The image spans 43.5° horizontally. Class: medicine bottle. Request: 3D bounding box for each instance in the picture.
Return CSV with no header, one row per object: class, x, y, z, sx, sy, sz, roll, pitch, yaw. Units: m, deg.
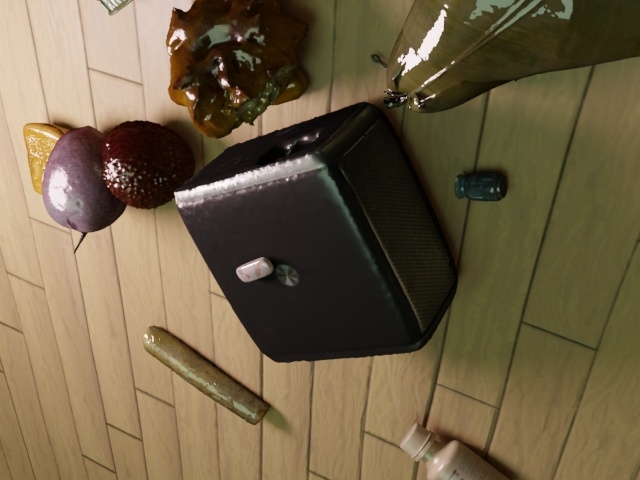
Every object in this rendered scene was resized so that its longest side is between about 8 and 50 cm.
medicine bottle,0.290,0.496,1.736,0.252,0.114,0.114,37,135,6

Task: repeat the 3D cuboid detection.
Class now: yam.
yam,-0.296,0.344,2.041,0.371,0.083,0.083,33,134,8

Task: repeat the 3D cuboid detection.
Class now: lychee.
lychee,-0.357,-0.155,1.637,0.194,0.194,0.194,18,130,22

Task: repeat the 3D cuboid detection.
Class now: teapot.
teapot,0.275,-0.091,1.362,0.083,0.063,0.049,5,93,34

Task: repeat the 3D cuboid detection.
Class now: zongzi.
zongzi,0.278,-0.247,1.154,0.418,0.181,0.447,36,137,5

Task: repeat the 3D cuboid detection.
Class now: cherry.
cherry,-0.509,-0.120,1.745,0.213,0.183,0.266,-141,55,-65

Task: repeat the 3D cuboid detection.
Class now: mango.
mango,-0.076,-0.281,1.441,0.114,0.057,0.079,7,116,24

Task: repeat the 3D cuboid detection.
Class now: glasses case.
glasses case,-0.115,0.052,1.401,0.083,0.021,0.032,-20,113,42

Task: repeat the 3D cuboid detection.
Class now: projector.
projector,0.000,0.000,1.473,0.395,0.242,0.405,-12,115,38

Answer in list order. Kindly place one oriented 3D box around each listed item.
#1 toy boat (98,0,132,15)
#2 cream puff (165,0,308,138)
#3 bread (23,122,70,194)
toy boat,-0.313,-0.511,1.428,0.093,0.055,0.293,49,134,-8
cream puff,-0.152,-0.305,1.364,0.241,0.155,0.269,14,88,19
bread,-0.613,-0.183,1.856,0.116,0.077,0.200,21,130,22
